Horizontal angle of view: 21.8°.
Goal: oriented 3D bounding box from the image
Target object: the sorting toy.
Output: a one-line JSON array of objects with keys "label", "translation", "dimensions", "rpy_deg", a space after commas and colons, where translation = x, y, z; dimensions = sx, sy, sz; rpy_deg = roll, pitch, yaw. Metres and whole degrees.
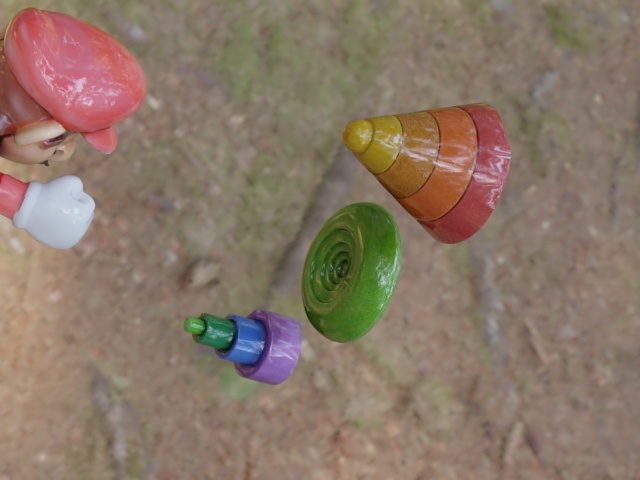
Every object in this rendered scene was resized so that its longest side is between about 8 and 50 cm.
[{"label": "sorting toy", "translation": [0.000, 0.000, 1.411], "dimensions": [0.126, 0.365, 0.127], "rpy_deg": [18, 44, -33]}]

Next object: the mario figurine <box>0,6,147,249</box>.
[{"label": "mario figurine", "translation": [-0.290, -0.070, 1.369], "dimensions": [0.170, 0.320, 0.198], "rpy_deg": [-109, 177, -83]}]
